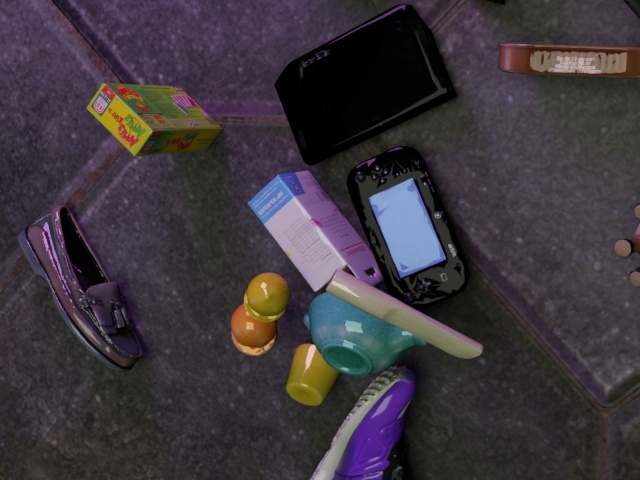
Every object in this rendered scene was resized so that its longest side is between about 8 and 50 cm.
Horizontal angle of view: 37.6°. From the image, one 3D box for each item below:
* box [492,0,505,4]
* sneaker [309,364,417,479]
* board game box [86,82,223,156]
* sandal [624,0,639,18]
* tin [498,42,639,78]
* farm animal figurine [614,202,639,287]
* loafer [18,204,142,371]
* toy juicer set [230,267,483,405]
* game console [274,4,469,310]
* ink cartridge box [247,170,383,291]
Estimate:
[{"bbox_3d":[0.193,-0.315,1.099,0.052,0.083,0.062,21,104,19],"label":"box"},{"bbox_3d":[0.078,0.302,1.234,0.146,0.102,0.293,32,112,8],"label":"sneaker"},{"bbox_3d":[-0.213,-0.159,1.235,0.092,0.181,0.043,44,111,12],"label":"board game box"},{"bbox_3d":[0.289,-0.398,0.999,0.107,0.167,0.446,-34,82,29],"label":"sandal"},{"bbox_3d":[0.295,-0.204,1.063,0.189,0.106,0.040,7,108,22],"label":"tin"},{"bbox_3d":[0.448,-0.103,0.920,0.330,0.172,0.327,-7,101,43],"label":"farm animal figurine"},{"bbox_3d":[-0.340,0.066,1.371,0.084,0.096,0.267,-42,79,16],"label":"loafer"},{"bbox_3d":[0.020,0.090,1.138,0.209,0.089,0.329,40,142,-19],"label":"toy juicer set"},{"bbox_3d":[0.092,-0.095,1.181,0.213,0.044,0.361,-24,83,23],"label":"game console"},{"bbox_3d":[0.000,0.000,1.211,0.061,0.104,0.181,-41,81,22],"label":"ink cartridge box"}]
